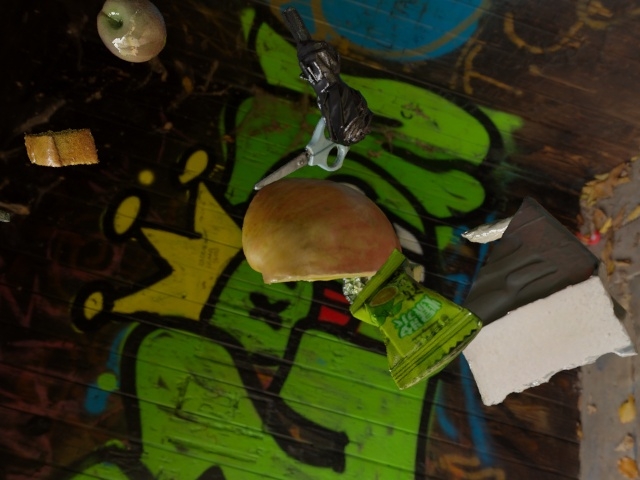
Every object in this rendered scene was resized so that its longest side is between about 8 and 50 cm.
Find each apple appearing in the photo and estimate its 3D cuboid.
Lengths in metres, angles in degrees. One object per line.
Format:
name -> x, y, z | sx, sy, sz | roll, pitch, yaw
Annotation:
apple -> 0.000, 0.000, 1.043 | 0.252, 0.314, 0.309 | -52, -31, 16

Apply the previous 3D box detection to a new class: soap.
soap -> 0.330, 0.091, 0.841 | 0.258, 0.159, 0.302 | -31, 22, 15

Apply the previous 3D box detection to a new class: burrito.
burrito -> 0.586, -0.044, 1.573 | 0.275, 0.082, 0.059 | -23, 72, 44

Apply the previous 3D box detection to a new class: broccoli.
broccoli -> 0.182, 0.103, 1.492 | 0.263, 0.243, 0.247 | -56, -52, -39

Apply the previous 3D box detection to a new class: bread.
bread -> -0.470, -0.169, 0.889 | 0.187, 0.103, 0.065 | 18, 119, 55

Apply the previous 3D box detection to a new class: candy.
candy -> 0.124, 0.109, 0.770 | 0.149, 0.069, 0.246 | -43, 26, 1

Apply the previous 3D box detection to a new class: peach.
peach -> -0.236, -0.266, 0.621 | 0.083, 0.083, 0.083 | -164, 90, -86

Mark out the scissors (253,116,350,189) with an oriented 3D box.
scissors -> -0.047, -0.226, 1.346 | 0.360, 0.029, 0.191 | -35, -42, -29

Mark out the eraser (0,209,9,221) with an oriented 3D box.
eraser -> -0.865, -0.070, 1.321 | 0.099, 0.019, 0.027 | 139, 123, -77

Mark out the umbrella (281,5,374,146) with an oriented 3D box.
umbrella -> 0.005, -0.367, 1.094 | 0.340, 0.118, 0.118 | 61, 169, 6
